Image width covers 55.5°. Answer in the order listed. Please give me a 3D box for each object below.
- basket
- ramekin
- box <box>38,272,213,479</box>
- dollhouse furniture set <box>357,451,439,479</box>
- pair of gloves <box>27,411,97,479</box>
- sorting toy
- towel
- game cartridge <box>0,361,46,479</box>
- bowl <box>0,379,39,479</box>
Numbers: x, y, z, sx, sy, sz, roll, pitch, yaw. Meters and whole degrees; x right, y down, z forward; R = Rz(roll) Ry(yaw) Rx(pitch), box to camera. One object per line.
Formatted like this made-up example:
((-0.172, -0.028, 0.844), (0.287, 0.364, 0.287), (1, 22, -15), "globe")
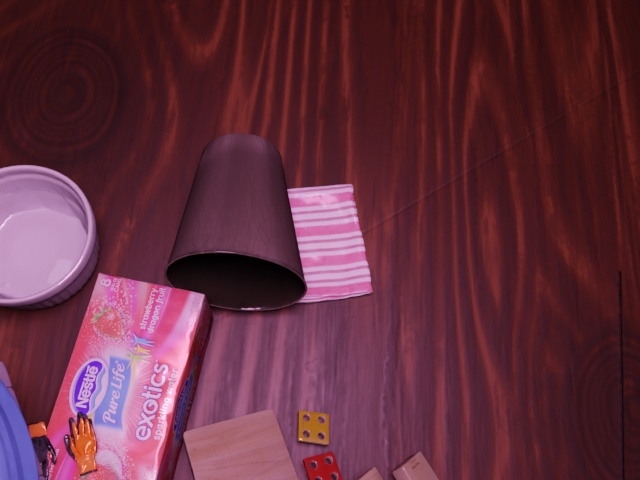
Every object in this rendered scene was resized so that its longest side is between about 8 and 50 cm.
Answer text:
((-0.118, -0.033, 0.904), (0.204, 0.154, 0.227), (17, 52, -27), "basket")
((-0.427, 0.004, 0.892), (0.207, 0.109, 0.207), (2, 71, -5), "ramekin")
((-0.257, 0.213, 0.817), (0.154, 0.142, 0.300), (12, 70, 0), "box")
((0.087, 0.389, 0.853), (0.151, 0.123, 0.144), (-18, 70, -49), "dollhouse furniture set")
((-0.307, 0.246, 0.719), (0.083, 0.010, 0.074), (-12, 72, -7), "pair of gloves")
((-0.101, 0.313, 0.833), (0.274, 0.046, 0.132), (-8, 56, -28), "sorting toy")
((0.000, 0.000, 0.982), (0.144, 0.029, 0.197), (-6, 71, -9), "towel")
((-0.483, 0.325, 0.718), (0.355, 0.068, 0.230), (-32, 71, 13), "game cartridge")
((-0.467, 0.288, 0.647), (0.391, 0.077, 0.391), (-2, 82, 18), "bowl")
